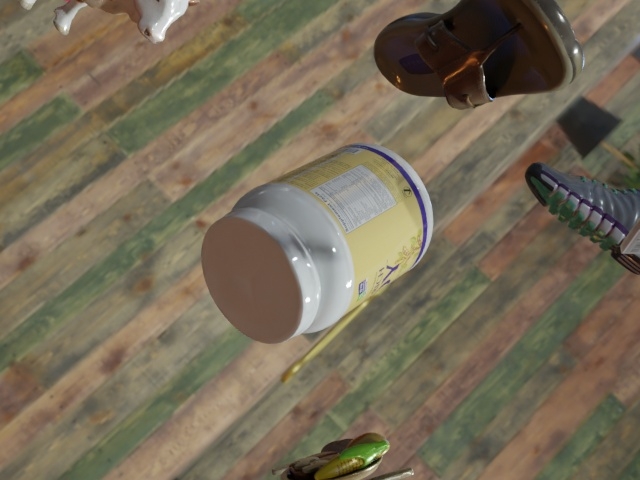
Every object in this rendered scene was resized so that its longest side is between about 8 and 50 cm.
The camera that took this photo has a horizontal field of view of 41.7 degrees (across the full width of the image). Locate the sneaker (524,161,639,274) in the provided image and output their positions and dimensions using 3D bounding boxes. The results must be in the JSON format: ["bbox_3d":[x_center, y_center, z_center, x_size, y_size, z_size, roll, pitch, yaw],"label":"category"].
[{"bbox_3d":[0.393,-0.052,1.170,0.098,0.223,0.083,-50,174,-7],"label":"sneaker"}]

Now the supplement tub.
[{"bbox_3d":[0.000,0.000,1.330,0.331,0.241,0.241,-31,164,-44],"label":"supplement tub"}]

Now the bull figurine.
[{"bbox_3d":[-0.268,-0.346,0.945,0.188,0.310,0.101,-25,-178,18],"label":"bull figurine"}]

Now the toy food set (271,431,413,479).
[{"bbox_3d":[0.015,0.256,0.990,0.132,0.039,0.192,-12,180,-21],"label":"toy food set"}]

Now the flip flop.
[{"bbox_3d":[0.116,-0.154,0.721,0.080,0.112,0.277,-44,-158,-16],"label":"flip flop"}]

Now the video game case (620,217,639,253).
[{"bbox_3d":[0.361,-0.006,0.806,0.087,0.122,0.011,82,11,-67],"label":"video game case"}]
